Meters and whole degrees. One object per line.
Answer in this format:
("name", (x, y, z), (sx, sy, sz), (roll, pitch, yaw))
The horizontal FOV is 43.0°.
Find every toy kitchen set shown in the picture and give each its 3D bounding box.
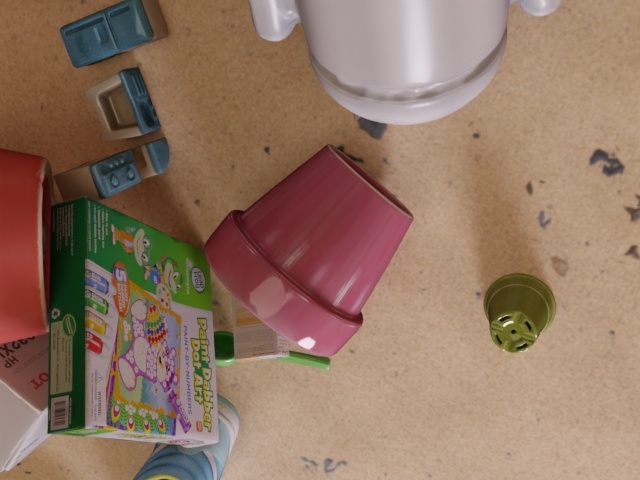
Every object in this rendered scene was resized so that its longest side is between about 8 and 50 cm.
("toy kitchen set", (-0.247, -0.165, 0.952), (0.122, 0.166, 0.207), (-15, 103, 23))

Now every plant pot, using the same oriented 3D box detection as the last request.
("plant pot", (0.000, 0.000, 0.921), (0.201, 0.201, 0.180), (41, 99, 2))
("plant pot", (-0.413, 0.006, 0.862), (0.243, 0.275, 0.274), (-1, 110, -13))
("plant pot", (0.222, 0.089, 0.925), (0.083, 0.079, 0.083), (6, 109, 18))

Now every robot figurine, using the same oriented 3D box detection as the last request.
("robot figurine", (0.076, -0.251, 0.756), (0.300, 0.199, 0.353), (-1, 143, 9))

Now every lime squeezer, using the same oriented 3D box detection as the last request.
("lime squeezer", (-0.145, 0.171, 1.091), (0.311, 0.059, 0.109), (-20, 100, 23))

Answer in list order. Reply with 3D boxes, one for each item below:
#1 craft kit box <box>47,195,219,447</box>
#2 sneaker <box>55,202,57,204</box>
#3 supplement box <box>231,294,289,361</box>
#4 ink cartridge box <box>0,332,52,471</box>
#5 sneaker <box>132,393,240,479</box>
("craft kit box", (-0.207, 0.104, 0.933), (0.061, 0.247, 0.249), (-13, 70, 19))
("sneaker", (-0.390, 0.004, 1.082), (0.217, 0.121, 0.079), (44, 115, 1))
("supplement box", (-0.077, 0.102, 1.033), (0.062, 0.036, 0.098), (-9, 76, 21))
("ink cartridge box", (-0.444, 0.121, 1.083), (0.307, 0.223, 0.129), (40, 113, 3))
("sneaker", (-0.215, 0.371, 1.086), (0.127, 0.208, 0.318), (19, 120, 3))
